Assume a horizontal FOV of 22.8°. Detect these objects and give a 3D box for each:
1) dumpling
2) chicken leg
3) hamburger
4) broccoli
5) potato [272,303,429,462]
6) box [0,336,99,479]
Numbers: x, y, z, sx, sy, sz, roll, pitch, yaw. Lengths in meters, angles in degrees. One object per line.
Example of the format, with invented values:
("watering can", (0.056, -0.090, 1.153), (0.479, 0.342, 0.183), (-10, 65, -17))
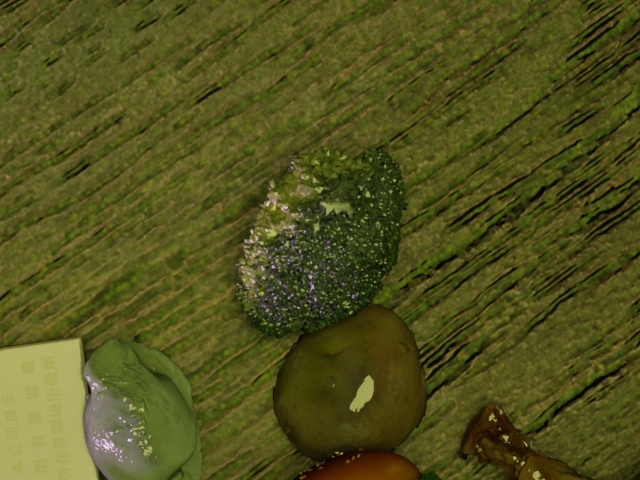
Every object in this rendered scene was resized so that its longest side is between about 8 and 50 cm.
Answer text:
("dumpling", (-0.191, 0.211, 1.813), (0.153, 0.108, 0.219), (-25, 100, -26))
("chicken leg", (0.358, 0.329, 1.896), (0.409, 0.182, 0.295), (43, 73, 12))
("hamburger", (0.031, 0.334, 1.800), (0.246, 0.246, 0.170), (-34, 75, -8))
("broccoli", (0.001, 0.003, 1.844), (0.198, 0.226, 0.176), (25, 40, -42))
("potato", (0.045, 0.174, 1.865), (0.182, 0.117, 0.202), (45, 83, 0))
("box", (-0.444, 0.233, 1.822), (0.365, 0.051, 0.204), (-7, 89, -8))
